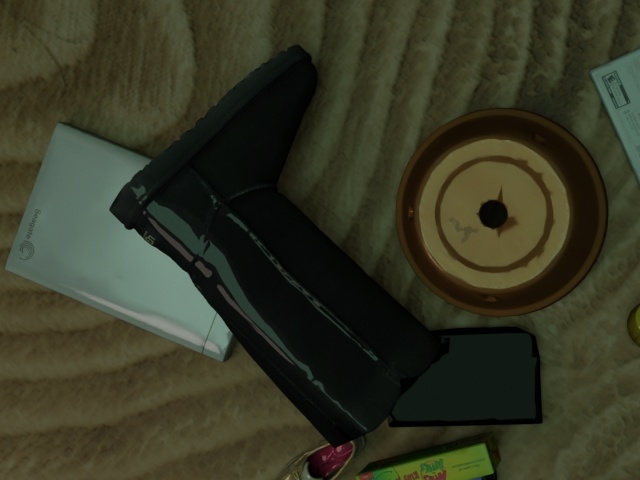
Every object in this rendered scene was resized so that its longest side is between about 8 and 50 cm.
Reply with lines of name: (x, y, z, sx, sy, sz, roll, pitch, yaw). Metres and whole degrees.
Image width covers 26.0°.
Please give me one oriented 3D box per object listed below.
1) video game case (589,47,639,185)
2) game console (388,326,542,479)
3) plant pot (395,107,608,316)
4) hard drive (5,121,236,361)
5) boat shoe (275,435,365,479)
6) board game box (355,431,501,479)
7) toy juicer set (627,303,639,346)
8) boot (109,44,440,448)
video game case: (0.480, -0.178, 1.864, 0.173, 0.022, 0.190, -24, 87, 11)
game console: (0.205, 0.301, 1.920, 0.213, 0.044, 0.361, -3, 92, 11)
plant pot: (0.235, -0.035, 1.822, 0.291, 0.203, 0.290, 0, 92, 9)
hard drive: (-0.255, 0.000, 1.992, 0.353, 0.047, 0.233, 22, 96, 9)
boat shoe: (-0.011, 0.325, 1.951, 0.170, 0.059, 0.063, -44, 84, 9)
board game box: (0.146, 0.306, 1.862, 0.181, 0.092, 0.043, -16, 88, 14)
toy juicer set: (0.591, 0.122, 1.827, 0.329, 0.089, 0.209, 33, 84, 16)
boot: (-0.001, 0.001, 1.859, 0.445, 0.146, 0.367, 44, 68, 3)
